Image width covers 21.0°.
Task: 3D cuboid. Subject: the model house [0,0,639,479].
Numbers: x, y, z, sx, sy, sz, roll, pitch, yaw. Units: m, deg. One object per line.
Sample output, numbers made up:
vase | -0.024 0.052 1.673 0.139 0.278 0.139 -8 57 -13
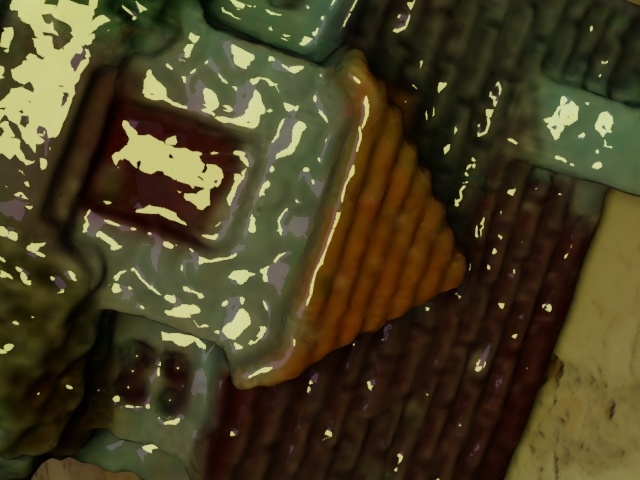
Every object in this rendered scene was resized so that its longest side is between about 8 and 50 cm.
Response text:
model house | 0.000 0.000 0.918 0.339 0.297 0.360 19 95 2
